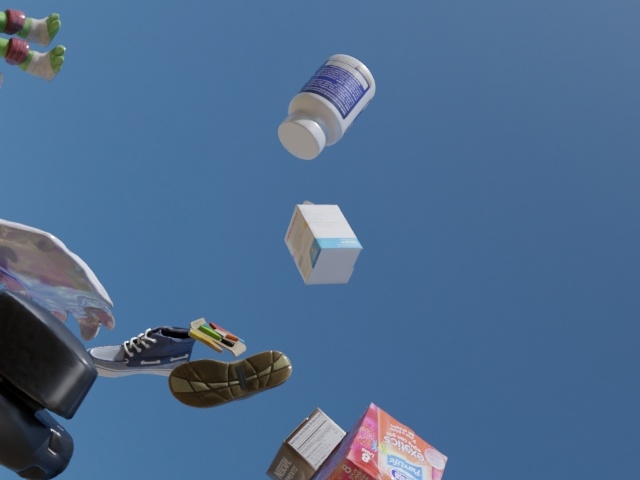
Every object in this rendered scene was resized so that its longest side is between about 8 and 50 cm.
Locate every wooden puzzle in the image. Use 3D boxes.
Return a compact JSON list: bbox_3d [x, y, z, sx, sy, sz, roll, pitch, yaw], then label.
[{"bbox_3d":[-0.131,0.124,1.104,0.078,0.116,0.014,32,-86,-1],"label":"wooden puzzle"}]

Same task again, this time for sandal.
[{"bbox_3d":[-0.132,0.206,1.256,0.049,0.180,0.072,108,-30,-67],"label":"sandal"}]

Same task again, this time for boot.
[{"bbox_3d":[-0.313,0.184,1.475,0.069,0.190,0.086,58,-44,48],"label":"boot"}]

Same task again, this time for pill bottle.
[{"bbox_3d":[0.008,-0.234,1.514,0.112,0.186,0.112,24,-35,18],"label":"pill bottle"}]

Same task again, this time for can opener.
[{"bbox_3d":[-0.175,0.047,0.395,0.186,0.059,0.073,26,-117,32],"label":"can opener"}]

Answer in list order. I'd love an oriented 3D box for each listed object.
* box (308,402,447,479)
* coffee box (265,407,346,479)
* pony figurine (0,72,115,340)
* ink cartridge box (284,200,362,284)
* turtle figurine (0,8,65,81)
[{"bbox_3d":[0.031,0.347,1.062,0.123,0.128,0.257,36,-63,3],"label":"box"},{"bbox_3d":[0.039,0.421,1.441,0.246,0.098,0.141,40,-39,14],"label":"coffee box"},{"bbox_3d":[-0.404,-0.003,0.846,0.303,0.363,0.351,21,-36,24],"label":"pony figurine"},{"bbox_3d":[0.000,0.000,1.584,0.143,0.090,0.092,63,-38,41],"label":"ink cartridge box"},{"bbox_3d":[-0.541,-0.382,1.379,0.198,0.266,0.274,33,-75,49],"label":"turtle figurine"}]
